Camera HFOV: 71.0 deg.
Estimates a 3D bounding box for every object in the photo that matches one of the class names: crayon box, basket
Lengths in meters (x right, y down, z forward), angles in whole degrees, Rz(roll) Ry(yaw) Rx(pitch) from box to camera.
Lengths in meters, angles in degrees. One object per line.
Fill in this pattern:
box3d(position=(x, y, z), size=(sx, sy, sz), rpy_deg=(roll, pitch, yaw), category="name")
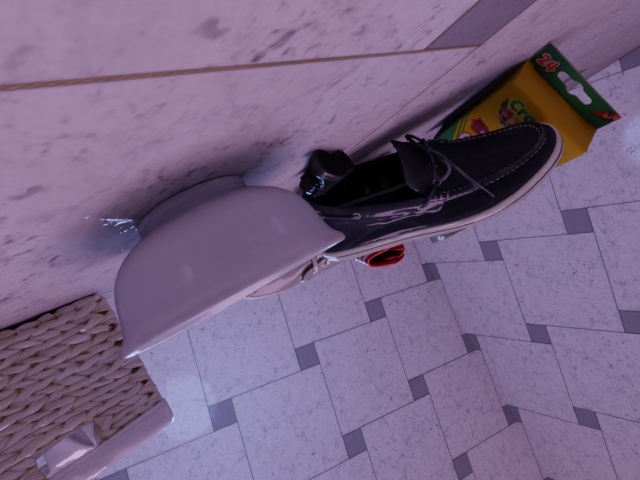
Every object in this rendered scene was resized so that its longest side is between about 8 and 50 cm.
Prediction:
box3d(position=(0.403, -0.226, 0.934), size=(0.081, 0.202, 0.318), rpy_deg=(-52, -173, -26), category="crayon box")
box3d(position=(-0.491, 0.300, 0.737), size=(0.331, 0.267, 0.328), rpy_deg=(-30, 178, 38), category="basket")

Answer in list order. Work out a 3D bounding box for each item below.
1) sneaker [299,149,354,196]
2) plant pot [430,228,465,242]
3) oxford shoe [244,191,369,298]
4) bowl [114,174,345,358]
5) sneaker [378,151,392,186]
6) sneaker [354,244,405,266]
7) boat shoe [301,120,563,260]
box3d(position=(0.001, -0.099, 0.713), size=(0.089, 0.051, 0.170), rpy_deg=(-35, 179, 25), category="sneaker")
box3d(position=(0.421, -0.171, 1.499), size=(0.256, 0.274, 0.256), rpy_deg=(-29, 178, -1), category="plant pot")
box3d(position=(0.000, 0.000, 1.015), size=(0.449, 0.169, 0.130), rpy_deg=(-23, -165, -20), category="oxford shoe")
box3d(position=(-0.128, 0.012, 0.553), size=(0.297, 0.134, 0.298), rpy_deg=(-28, 178, -1), category="bowl")
box3d(position=(0.133, -0.138, 1.071), size=(0.058, 0.085, 0.152), rpy_deg=(-27, 177, -43), category="sneaker")
box3d(position=(0.161, -0.018, 0.942), size=(0.221, 0.087, 0.128), rpy_deg=(-41, -138, -11), category="sneaker")
box3d(position=(0.193, -0.113, 0.836), size=(0.499, 0.156, 0.187), rpy_deg=(-20, -141, 12), category="boat shoe")
